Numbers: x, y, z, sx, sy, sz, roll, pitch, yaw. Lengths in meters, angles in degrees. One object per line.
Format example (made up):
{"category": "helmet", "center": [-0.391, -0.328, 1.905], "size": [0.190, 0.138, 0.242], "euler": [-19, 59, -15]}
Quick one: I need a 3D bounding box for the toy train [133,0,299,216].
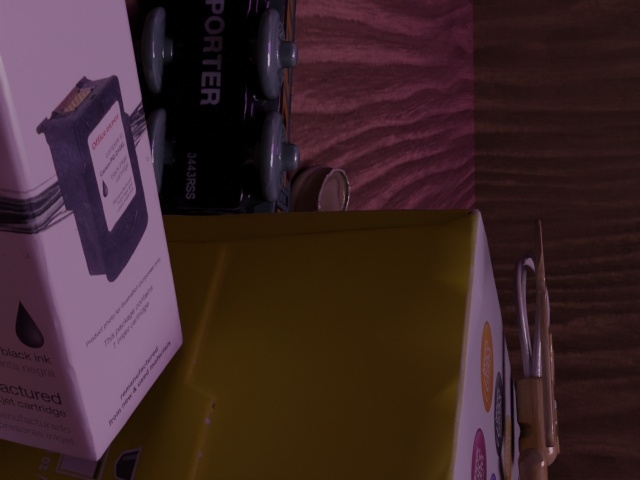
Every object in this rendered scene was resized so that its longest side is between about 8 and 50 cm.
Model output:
{"category": "toy train", "center": [-0.081, -0.150, 0.903], "size": [0.190, 0.142, 0.334], "euler": [49, 42, -82]}

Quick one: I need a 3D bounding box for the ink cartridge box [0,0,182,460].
{"category": "ink cartridge box", "center": [-0.172, -0.032, 0.461], "size": [0.100, 0.171, 0.237], "euler": [-58, 151, -51]}

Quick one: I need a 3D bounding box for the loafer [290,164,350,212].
{"category": "loafer", "center": [0.000, 0.000, 1.216], "size": [0.269, 0.092, 0.102], "euler": [-67, 152, -50]}

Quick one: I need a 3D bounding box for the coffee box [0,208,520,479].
{"category": "coffee box", "center": [-0.061, 0.209, 0.629], "size": [0.334, 0.338, 0.338], "euler": [69, 27, -51]}

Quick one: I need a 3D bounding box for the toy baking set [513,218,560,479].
{"category": "toy baking set", "center": [0.146, 0.119, 0.691], "size": [0.256, 0.030, 0.197], "euler": [73, 19, -44]}
